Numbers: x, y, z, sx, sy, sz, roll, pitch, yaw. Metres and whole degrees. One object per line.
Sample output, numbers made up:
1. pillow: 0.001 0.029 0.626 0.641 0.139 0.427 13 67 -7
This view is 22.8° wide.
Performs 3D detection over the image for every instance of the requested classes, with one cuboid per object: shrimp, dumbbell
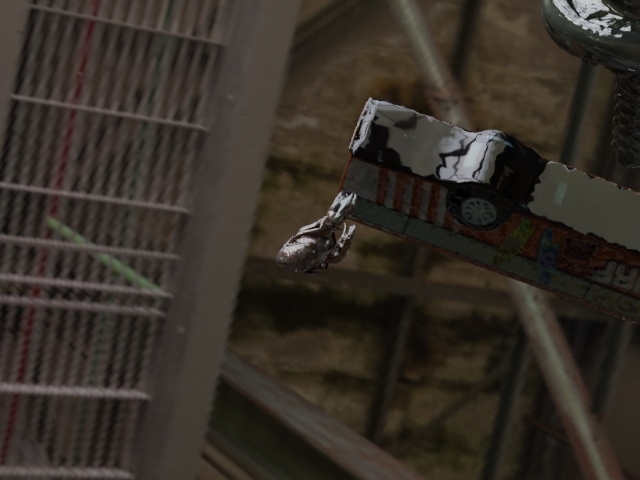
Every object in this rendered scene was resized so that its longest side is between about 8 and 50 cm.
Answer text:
1. shrimp: 0.002 0.002 1.038 0.092 0.029 0.038 -44 -47 -43
2. dumbbell: 0.119 -0.132 0.562 0.081 0.081 0.254 -25 -47 -22

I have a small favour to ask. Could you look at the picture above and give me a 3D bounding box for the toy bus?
1. toy bus: 0.215 -0.007 1.320 0.408 0.093 0.092 20 -46 1
